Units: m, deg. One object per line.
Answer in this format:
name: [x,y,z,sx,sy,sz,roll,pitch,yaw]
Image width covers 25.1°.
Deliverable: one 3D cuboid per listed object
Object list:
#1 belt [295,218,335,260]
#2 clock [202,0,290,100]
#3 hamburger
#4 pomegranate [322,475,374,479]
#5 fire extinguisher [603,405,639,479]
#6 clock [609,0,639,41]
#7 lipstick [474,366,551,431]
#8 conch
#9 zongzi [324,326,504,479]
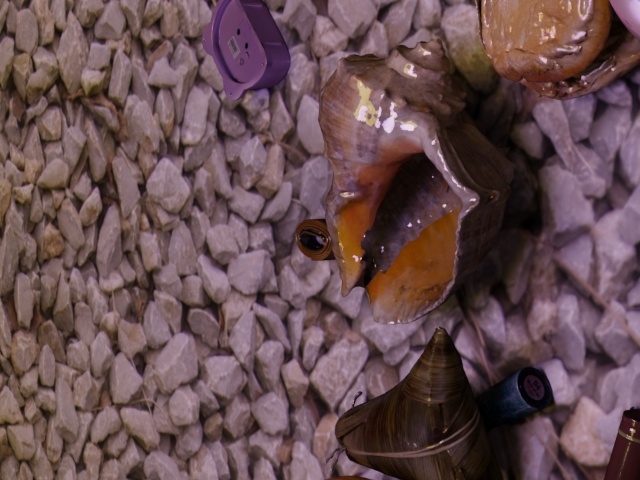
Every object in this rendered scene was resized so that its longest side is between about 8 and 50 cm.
belt: [0.000,0.000,1.982,0.083,0.036,0.059,15,103,49]
clock: [-0.109,-0.279,2.084,0.110,0.050,0.153,-47,57,39]
hamburger: [0.277,-0.291,1.578,0.243,0.146,0.286,57,137,39]
pomegranate: [0.029,0.436,1.812,0.260,0.260,0.261,2,93,49]
fire extinguisher: [0.337,0.265,1.601,0.064,0.043,0.158,-119,40,-69]
clock: [0.406,-0.301,1.360,0.309,0.114,0.284,-40,73,13]
lipstick: [0.185,0.217,1.771,0.234,0.053,0.053,-33,67,47]
conch: [0.128,-0.068,1.721,0.297,0.210,0.352,49,150,45]
zongzi: [0.092,0.184,1.726,0.247,0.111,0.241,11,123,47]
